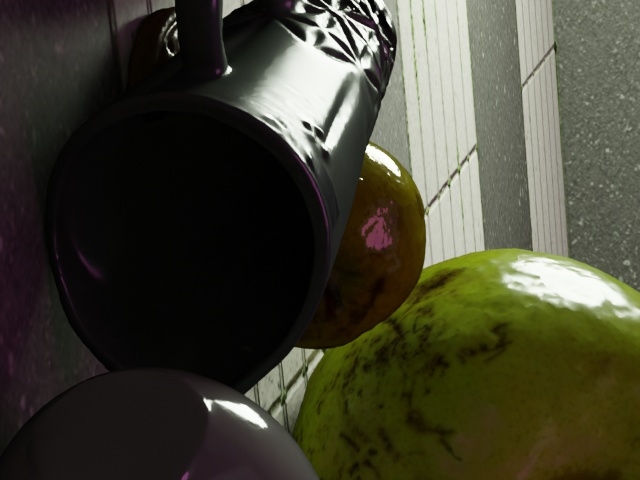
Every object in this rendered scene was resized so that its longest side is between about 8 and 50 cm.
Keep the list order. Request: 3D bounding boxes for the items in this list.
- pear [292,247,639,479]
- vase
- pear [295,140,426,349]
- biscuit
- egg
[{"bbox_3d":[0.149,0.188,1.437,0.391,0.391,0.391,-2,90,-75],"label":"pear"},{"bbox_3d":[-0.037,-0.072,1.071,0.301,0.156,0.251,-60,152,-59],"label":"vase"},{"bbox_3d":[0.000,0.000,1.246,0.162,0.148,0.149,-85,169,-72],"label":"pear"},{"bbox_3d":[-0.083,-0.085,1.190,0.175,0.026,0.124,-5,94,-75],"label":"biscuit"},{"bbox_3d":[-0.076,0.170,0.894,0.176,0.176,0.232,-73,164,-51],"label":"egg"}]
